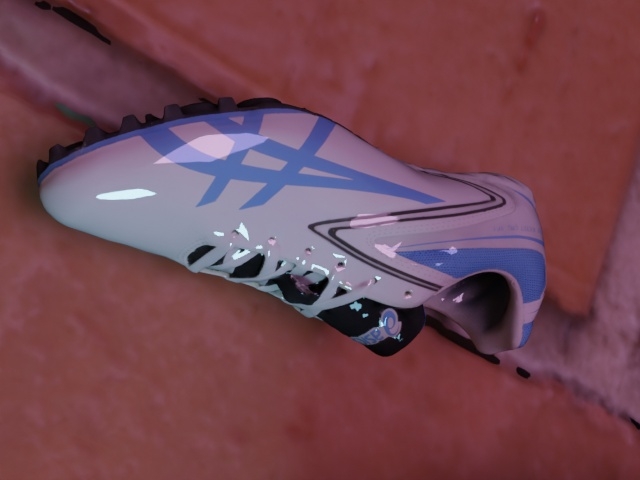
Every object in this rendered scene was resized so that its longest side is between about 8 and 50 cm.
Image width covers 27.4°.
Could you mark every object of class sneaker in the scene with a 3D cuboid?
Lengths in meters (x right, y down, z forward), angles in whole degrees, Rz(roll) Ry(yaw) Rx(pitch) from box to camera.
[{"bbox_3d":[0.000,0.000,0.539,0.237,0.085,0.086,10,66,-31],"label":"sneaker"}]
